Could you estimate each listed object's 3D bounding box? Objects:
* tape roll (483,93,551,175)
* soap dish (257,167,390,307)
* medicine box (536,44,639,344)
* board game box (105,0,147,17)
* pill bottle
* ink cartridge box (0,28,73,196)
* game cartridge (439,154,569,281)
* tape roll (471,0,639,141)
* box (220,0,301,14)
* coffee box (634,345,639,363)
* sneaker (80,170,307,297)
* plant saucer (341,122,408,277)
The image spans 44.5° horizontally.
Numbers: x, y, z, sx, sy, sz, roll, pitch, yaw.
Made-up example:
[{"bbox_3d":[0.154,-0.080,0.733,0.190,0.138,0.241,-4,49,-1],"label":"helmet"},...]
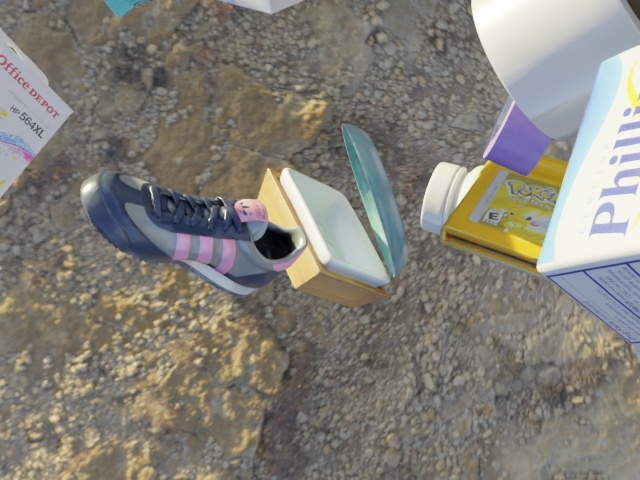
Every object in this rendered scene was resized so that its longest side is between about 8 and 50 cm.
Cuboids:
[{"bbox_3d":[0.349,-0.209,1.315,0.080,0.189,0.189,23,103,3],"label":"tape roll"},{"bbox_3d":[0.000,0.000,1.632,0.118,0.229,0.291,-44,52,21],"label":"soap dish"},{"bbox_3d":[0.369,-0.066,0.677,0.149,0.289,0.263,35,64,-22],"label":"medicine box"},{"bbox_3d":[-0.364,-0.516,1.459,0.047,0.210,0.160,-29,106,29],"label":"board game box"},{"bbox_3d":[0.431,-0.059,1.817,0.361,0.204,0.204,17,102,19],"label":"pill bottle"},{"bbox_3d":[-0.280,-0.102,0.621,0.090,0.092,0.143,25,73,36],"label":"ink cartridge box"},{"bbox_3d":[0.424,-0.059,1.519,0.285,0.323,0.052,20,137,22],"label":"game cartridge"},{"bbox_3d":[0.337,-0.275,1.031,0.169,0.246,0.246,-29,88,34],"label":"tape roll"},{"bbox_3d":[-0.057,-0.595,1.545,0.215,0.345,0.168,26,136,36],"label":"box"},{"bbox_3d":[0.841,0.051,1.699,0.338,0.338,0.334,-6,58,26],"label":"coffee box"},{"bbox_3d":[-0.143,-0.027,0.972,0.131,0.319,0.112,-30,60,23],"label":"sneaker"},{"bbox_3d":[0.111,-0.084,1.530,0.044,0.317,0.317,-20,91,1],"label":"plant saucer"}]
